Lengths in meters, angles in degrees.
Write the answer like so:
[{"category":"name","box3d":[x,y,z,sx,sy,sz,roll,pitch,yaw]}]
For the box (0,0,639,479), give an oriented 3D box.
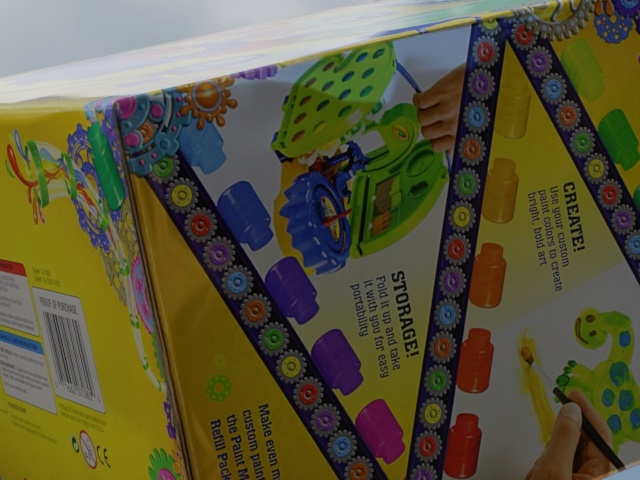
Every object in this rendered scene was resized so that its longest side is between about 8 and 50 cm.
[{"category":"box","box3d":[0.000,0.000,0.689,0.290,0.279,0.177,6,-71,60]}]
